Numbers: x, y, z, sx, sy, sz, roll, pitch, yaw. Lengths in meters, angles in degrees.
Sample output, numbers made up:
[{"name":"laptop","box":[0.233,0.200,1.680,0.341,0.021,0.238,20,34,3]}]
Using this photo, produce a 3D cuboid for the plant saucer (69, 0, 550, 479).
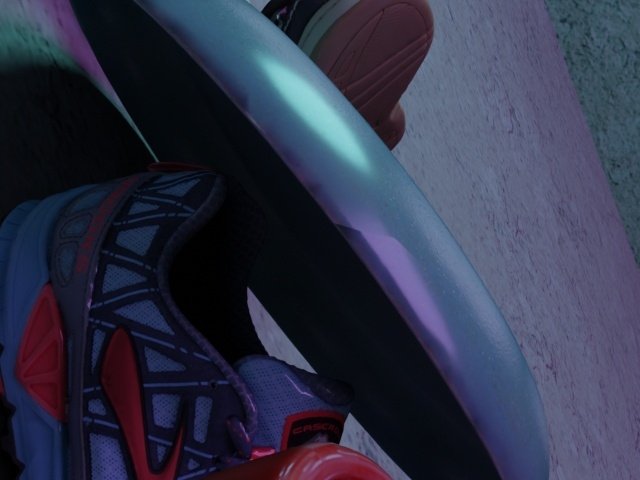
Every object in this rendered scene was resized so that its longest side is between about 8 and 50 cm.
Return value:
[{"name":"plant saucer","box":[0.000,0.000,0.724,0.318,0.043,0.317,51,-9,11]}]

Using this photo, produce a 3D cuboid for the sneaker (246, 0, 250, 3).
[{"name":"sneaker","box":[-0.084,-0.124,0.846,0.075,0.063,0.170,-72,147,-44]}]

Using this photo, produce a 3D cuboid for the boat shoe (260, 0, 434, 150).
[{"name":"boat shoe","box":[-0.001,-0.102,0.955,0.092,0.103,0.285,54,-6,11]}]

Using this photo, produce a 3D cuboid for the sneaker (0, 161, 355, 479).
[{"name":"sneaker","box":[-0.046,0.089,0.613,0.104,0.125,0.262,24,49,-66]}]

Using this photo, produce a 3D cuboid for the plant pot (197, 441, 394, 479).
[{"name":"plant pot","box":[-0.043,0.167,0.452,0.191,0.174,0.191,-19,90,-73]}]
